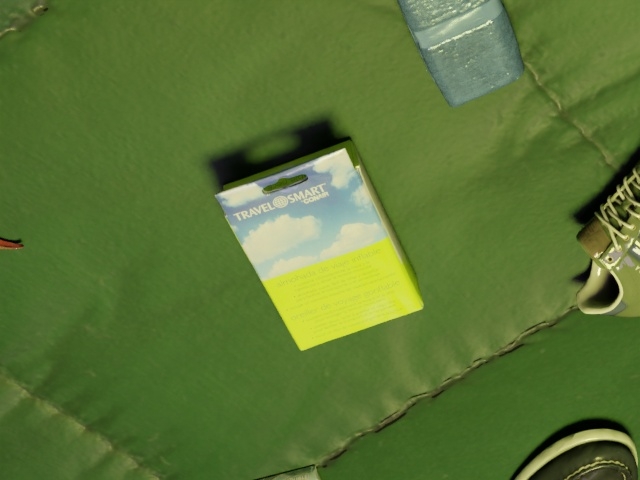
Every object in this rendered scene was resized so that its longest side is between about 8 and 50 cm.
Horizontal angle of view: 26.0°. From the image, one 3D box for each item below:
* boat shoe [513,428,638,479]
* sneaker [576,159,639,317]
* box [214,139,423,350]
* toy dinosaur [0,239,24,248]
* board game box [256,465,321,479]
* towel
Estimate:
[{"bbox_3d":[0.217,0.324,1.325,0.127,0.113,0.340,15,127,-18],"label":"boat shoe"},{"bbox_3d":[0.243,-0.008,1.075,0.086,0.064,0.192,-8,134,-7],"label":"sneaker"},{"bbox_3d":[0.000,0.000,1.067,0.109,0.042,0.178,-20,130,9],"label":"box"},{"bbox_3d":[-0.280,-0.015,1.036,0.090,0.047,0.082,-29,126,-26],"label":"toy dinosaur"},{"bbox_3d":[-0.035,0.255,1.296,0.090,0.020,0.090,-16,129,6],"label":"board game box"},{"bbox_3d":[0.095,-0.152,0.958,0.067,0.029,0.119,-21,129,11],"label":"towel"}]
